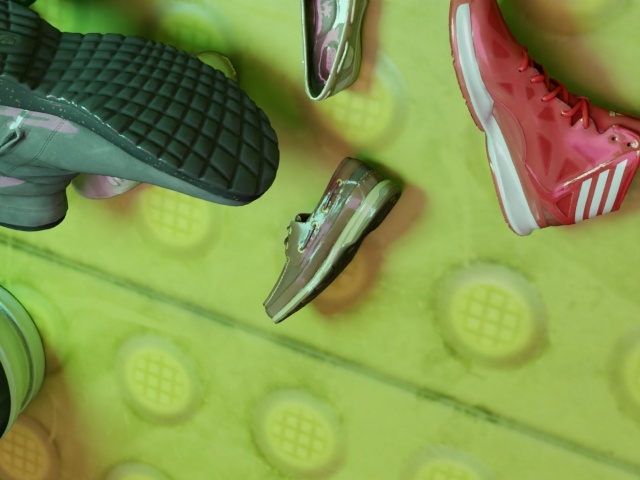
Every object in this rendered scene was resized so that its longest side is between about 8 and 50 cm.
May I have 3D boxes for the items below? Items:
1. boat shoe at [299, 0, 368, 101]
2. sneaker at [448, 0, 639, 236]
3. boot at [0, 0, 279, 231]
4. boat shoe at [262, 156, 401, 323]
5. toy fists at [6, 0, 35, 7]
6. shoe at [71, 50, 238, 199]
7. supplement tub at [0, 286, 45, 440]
[{"bbox_3d":[0.006,-0.192,1.183,0.056,0.048,0.153,14,118,20],"label":"boat shoe"},{"bbox_3d":[0.186,-0.114,1.122,0.128,0.087,0.221,-11,119,21],"label":"sneaker"},{"bbox_3d":[-0.213,-0.080,1.247,0.338,0.118,0.222,25,142,-2],"label":"boot"},{"bbox_3d":[0.000,0.000,1.269,0.060,0.064,0.178,43,118,10],"label":"boat shoe"},{"bbox_3d":[-0.310,-0.226,1.274,0.279,0.142,0.096,-28,115,33],"label":"toy fists"},{"bbox_3d":[-0.167,-0.101,1.305,0.219,0.058,0.076,-36,93,34],"label":"shoe"},{"bbox_3d":[-0.421,0.160,1.422,0.191,0.272,0.191,11,117,22],"label":"supplement tub"}]
